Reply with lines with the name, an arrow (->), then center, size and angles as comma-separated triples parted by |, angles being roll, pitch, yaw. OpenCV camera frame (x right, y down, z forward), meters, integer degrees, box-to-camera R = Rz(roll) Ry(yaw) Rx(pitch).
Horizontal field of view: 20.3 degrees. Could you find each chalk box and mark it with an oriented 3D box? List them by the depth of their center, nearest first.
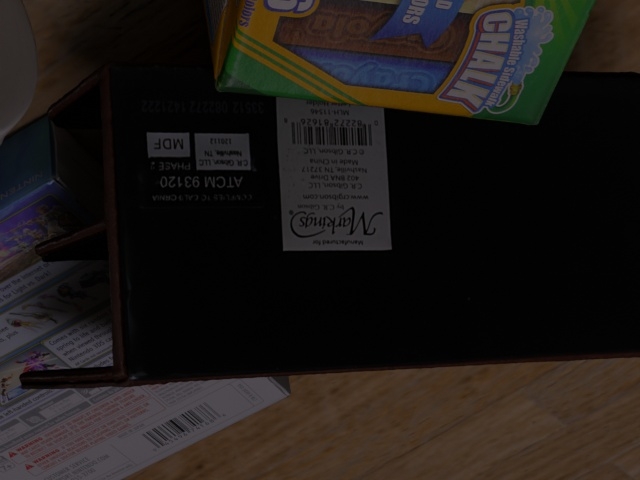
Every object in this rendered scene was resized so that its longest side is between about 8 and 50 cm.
chalk box -> 0.059, -0.148, 0.855 | 0.213, 0.132, 0.132 | 6, 134, -17

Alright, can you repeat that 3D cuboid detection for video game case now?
video game case -> -0.196, 0.071, 1.086 | 0.269, 0.061, 0.244 | -28, 136, 16

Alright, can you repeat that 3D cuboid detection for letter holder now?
letter holder -> 0.000, 0.000, 0.971 | 0.302, 0.152, 0.214 | -1, 174, -25

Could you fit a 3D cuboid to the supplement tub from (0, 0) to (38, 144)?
supplement tub -> -0.307, -0.028, 0.829 | 0.235, 0.235, 0.325 | 28, 125, -35
